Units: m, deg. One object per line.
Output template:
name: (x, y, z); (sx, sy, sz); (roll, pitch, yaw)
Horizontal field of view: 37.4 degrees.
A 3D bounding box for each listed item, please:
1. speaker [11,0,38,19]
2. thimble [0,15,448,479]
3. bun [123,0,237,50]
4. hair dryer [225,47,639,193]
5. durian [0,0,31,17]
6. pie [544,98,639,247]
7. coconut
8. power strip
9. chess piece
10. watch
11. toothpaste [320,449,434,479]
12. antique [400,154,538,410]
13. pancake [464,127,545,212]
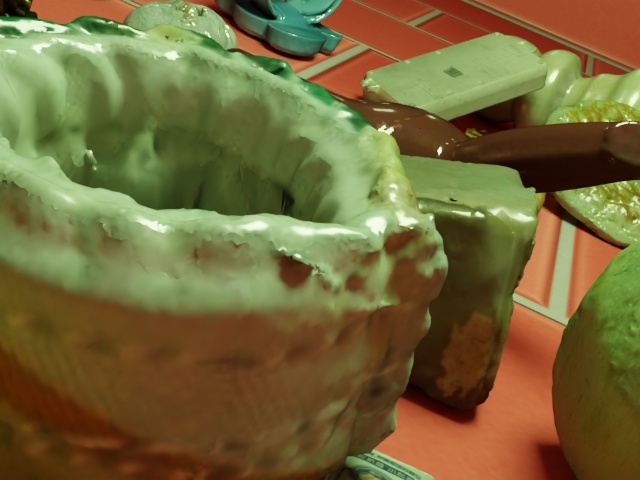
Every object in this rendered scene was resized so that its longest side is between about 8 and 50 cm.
speaker: (-0.346, -0.272, 0.812); (0.184, 0.232, 0.254); (21, 23, -6)
thimble: (-0.084, 0.006, 0.484); (0.288, 0.167, 0.254); (23, 31, 13)
bun: (-0.159, -0.235, 1.094); (0.141, 0.083, 0.141); (17, 21, -7)
hair dryer: (0.119, -0.078, 0.731); (0.340, 0.123, 0.312); (-5, -22, 44)
durian: (-0.318, -0.200, 0.510); (0.384, 0.347, 0.347); (-23, 46, -33)
pie: (0.382, -0.086, 1.183); (0.240, 0.054, 0.240); (10, 54, -14)
coconut: (0.260, 0.101, 0.579); (0.236, 0.236, 0.204); (8, 50, -31)
power strip: (0.185, -0.219, 1.303); (0.270, 0.046, 0.118); (-21, 45, -24)
chess piece: (0.364, -0.205, 1.406); (0.330, 0.182, 0.182); (28, 23, 26)
watch: (-0.039, -0.391, 1.405); (0.211, 0.193, 0.211); (18, 25, -9)
toothpaste: (0.002, 0.152, 0.436); (0.062, 0.039, 0.239); (18, 19, 13)
antique: (0.000, 0.000, 0.676); (0.284, 0.150, 0.125); (15, 20, 5)
pancake: (0.152, -0.089, 1.113); (0.244, 0.057, 0.266); (12, 20, -9)
